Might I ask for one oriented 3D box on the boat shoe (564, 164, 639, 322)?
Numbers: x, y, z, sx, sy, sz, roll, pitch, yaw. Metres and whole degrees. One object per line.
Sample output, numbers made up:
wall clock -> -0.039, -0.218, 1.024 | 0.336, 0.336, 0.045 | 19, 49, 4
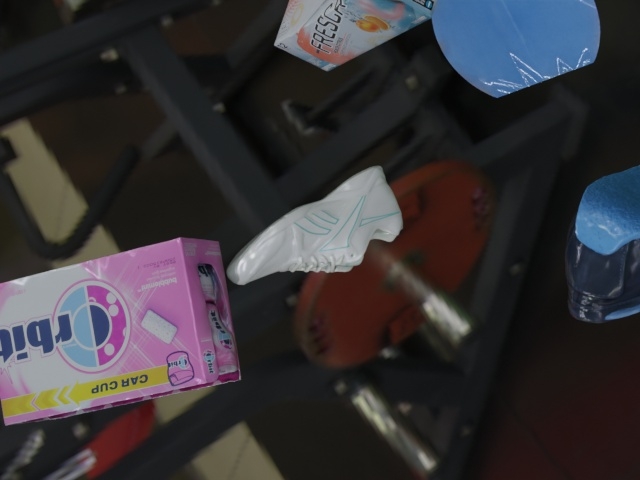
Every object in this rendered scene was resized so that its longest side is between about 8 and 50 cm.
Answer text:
boat shoe -> 0.242, -0.008, 0.981 | 0.109, 0.258, 0.089 | 41, 128, 42

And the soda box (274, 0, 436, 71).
soda box -> 0.031, -0.197, 1.217 | 0.058, 0.063, 0.183 | 24, 162, -21

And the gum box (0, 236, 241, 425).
gum box -> -0.152, 0.068, 1.108 | 0.188, 0.062, 0.107 | -14, 82, 23

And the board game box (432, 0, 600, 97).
board game box -> 0.188, -0.215, 1.407 | 0.168, 0.033, 0.133 | -18, 110, 38

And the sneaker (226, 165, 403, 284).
sneaker -> 0.000, 0.000, 1.108 | 0.061, 0.152, 0.053 | 60, 156, 2
